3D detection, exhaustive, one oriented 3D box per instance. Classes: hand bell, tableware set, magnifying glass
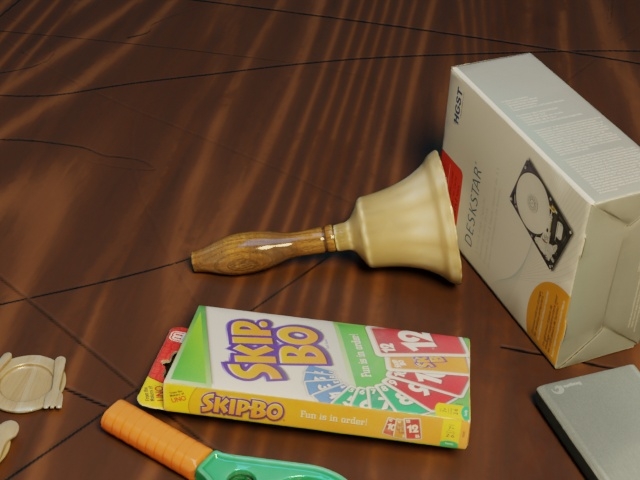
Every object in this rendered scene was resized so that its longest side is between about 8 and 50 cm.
[{"bbox_3d":[0.000,0.000,0.996,0.241,0.126,0.126,-10,38,2],"label":"hand bell"},{"bbox_3d":[-0.291,0.128,0.851,0.168,0.020,0.141,9,38,7],"label":"tableware set"},{"bbox_3d":[-0.066,0.178,0.799,0.230,0.026,0.092,22,41,24],"label":"magnifying glass"}]

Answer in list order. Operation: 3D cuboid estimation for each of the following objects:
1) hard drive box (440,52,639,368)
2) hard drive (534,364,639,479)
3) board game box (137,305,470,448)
[{"bbox_3d":[0.200,-0.032,0.968,0.089,0.181,0.232,-13,39,-18],"label":"hard drive box"},{"bbox_3d":[0.242,0.158,0.850,0.094,0.022,0.135,-10,39,-17],"label":"hard drive"},{"bbox_3d":[-0.009,0.106,0.876,0.259,0.039,0.124,4,26,6],"label":"board game box"}]
